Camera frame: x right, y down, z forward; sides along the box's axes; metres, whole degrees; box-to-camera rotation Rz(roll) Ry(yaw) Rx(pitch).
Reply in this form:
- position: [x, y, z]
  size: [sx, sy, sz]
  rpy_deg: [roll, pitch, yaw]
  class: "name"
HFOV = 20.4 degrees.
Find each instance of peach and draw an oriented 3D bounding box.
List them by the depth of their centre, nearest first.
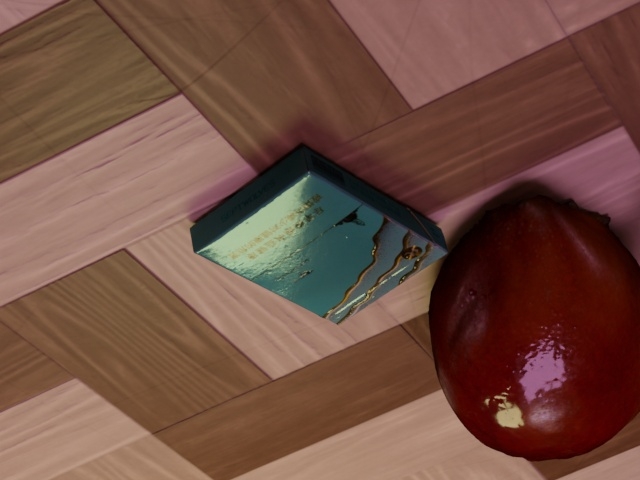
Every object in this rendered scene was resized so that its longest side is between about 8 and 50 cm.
- position: [0.253, 0.114, 1.945]
  size: [0.258, 0.201, 0.361]
  rpy_deg: [-13, 144, 0]
  class: "peach"

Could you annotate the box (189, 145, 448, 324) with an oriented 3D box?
- position: [0.000, 0.000, 1.845]
  size: [0.162, 0.041, 0.229]
  rpy_deg: [-35, 139, 27]
  class: "box"
